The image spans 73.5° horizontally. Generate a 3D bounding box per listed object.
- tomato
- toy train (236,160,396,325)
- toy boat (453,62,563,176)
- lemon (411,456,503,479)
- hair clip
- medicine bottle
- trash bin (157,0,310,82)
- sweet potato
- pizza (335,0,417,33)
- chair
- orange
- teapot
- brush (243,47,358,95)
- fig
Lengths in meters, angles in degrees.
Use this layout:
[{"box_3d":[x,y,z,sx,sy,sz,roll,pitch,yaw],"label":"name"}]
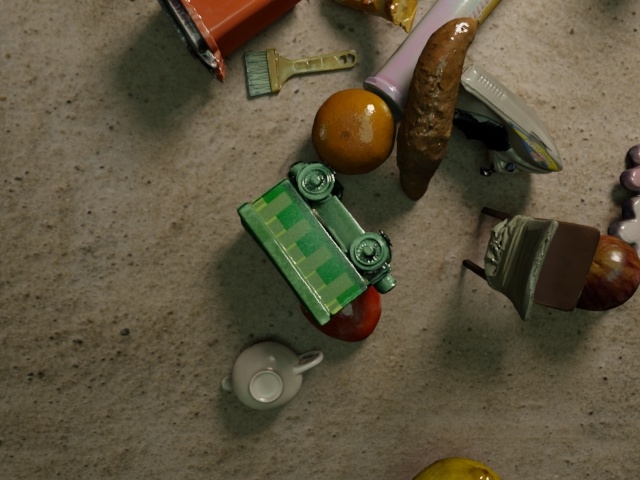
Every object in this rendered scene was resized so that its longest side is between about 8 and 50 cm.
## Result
[{"box_3d":[0.052,0.129,0.868,0.174,0.082,0.166,39,95,-6],"label":"tomato"},{"box_3d":[0.000,0.000,0.790,0.202,0.120,0.301,-38,77,0],"label":"toy train"},{"box_3d":[0.331,-0.204,0.802,0.141,0.141,0.269,-40,101,4],"label":"toy boat"},{"box_3d":[0.284,0.595,0.878,0.260,0.260,0.284,-8,111,-2],"label":"lemon"},{"box_3d":[0.669,-0.075,0.877,0.146,0.075,0.257,15,94,-1],"label":"hair clip"},{"box_3d":[0.256,-0.415,0.778,0.108,0.108,0.426,40,94,-9],"label":"medicine bottle"},{"box_3d":[-0.141,-0.410,0.729,0.238,0.161,0.184,-30,100,-1],"label":"trash bin"},{"box_3d":[0.186,-0.196,0.743,0.092,0.114,0.341,28,133,25],"label":"sweet potato"},{"box_3d":[0.074,-0.527,0.733,0.182,0.074,0.365,-10,99,26],"label":"pizza"},{"box_3d":[0.383,0.035,0.745,0.186,0.319,0.160,16,99,-1],"label":"chair"},{"box_3d":[0.062,-0.199,0.791,0.156,0.124,0.156,5,107,15],"label":"orange"},{"box_3d":[-0.100,0.279,0.884,0.226,0.092,0.145,-17,101,-3],"label":"teapot"},{"box_3d":[-0.035,-0.333,0.819,0.218,0.010,0.082,-9,100,-2],"label":"brush"},{"box_3d":[0.543,0.082,0.859,0.149,0.148,0.202,4,127,23],"label":"fig"}]
